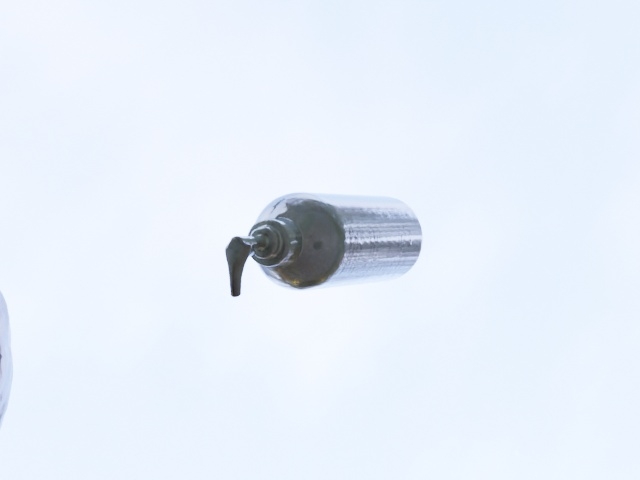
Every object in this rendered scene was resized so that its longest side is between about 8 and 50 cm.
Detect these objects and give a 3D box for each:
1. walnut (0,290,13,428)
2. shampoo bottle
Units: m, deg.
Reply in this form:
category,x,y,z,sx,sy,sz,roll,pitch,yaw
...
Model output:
category,x,y,z,sx,sy,sz,roll,pitch,yaw
walnut,-0.224,0.069,0.567,0.166,0.166,0.149,-21,-37,-14
shampoo bottle,0.000,0.000,0.673,0.195,0.056,0.056,0,-68,-66
